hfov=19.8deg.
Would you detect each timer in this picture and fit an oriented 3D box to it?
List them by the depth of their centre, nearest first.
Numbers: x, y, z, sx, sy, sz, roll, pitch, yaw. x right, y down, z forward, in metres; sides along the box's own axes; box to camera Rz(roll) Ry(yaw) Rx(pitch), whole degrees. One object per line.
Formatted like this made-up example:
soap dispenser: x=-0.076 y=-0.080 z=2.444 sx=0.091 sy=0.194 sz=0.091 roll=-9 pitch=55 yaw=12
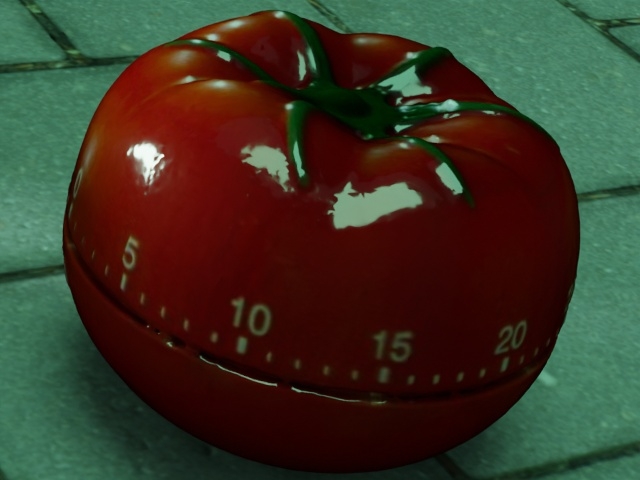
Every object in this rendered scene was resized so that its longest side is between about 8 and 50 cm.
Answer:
timer: x=0.000 y=0.000 z=1.350 sx=0.378 sy=0.279 sz=0.378 roll=10 pitch=29 yaw=-6
